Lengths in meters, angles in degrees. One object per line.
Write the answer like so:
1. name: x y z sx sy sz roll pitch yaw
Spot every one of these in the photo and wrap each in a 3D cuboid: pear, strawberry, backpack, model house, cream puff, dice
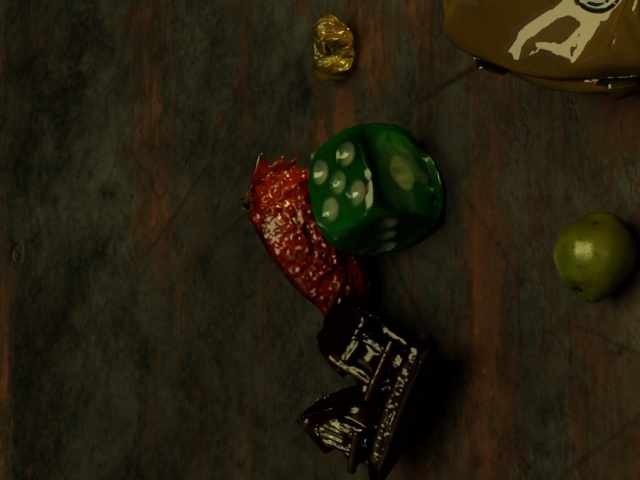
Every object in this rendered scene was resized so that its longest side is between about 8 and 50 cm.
1. pear: 0.295 0.018 1.767 0.092 0.092 0.097 -14 73 46
2. strawberry: -0.004 0.001 2.049 0.098 0.174 0.228 -37 61 15
3. backpack: 0.278 -0.343 1.725 0.354 0.201 0.378 7 90 29
4. model house: 0.046 0.174 1.965 0.164 0.141 0.203 25 100 19
5. cream puff: 0.017 -0.251 2.141 0.058 0.083 0.083 1 68 4
6. dice: 0.065 -0.061 1.999 0.120 0.128 0.131 -34 61 41
